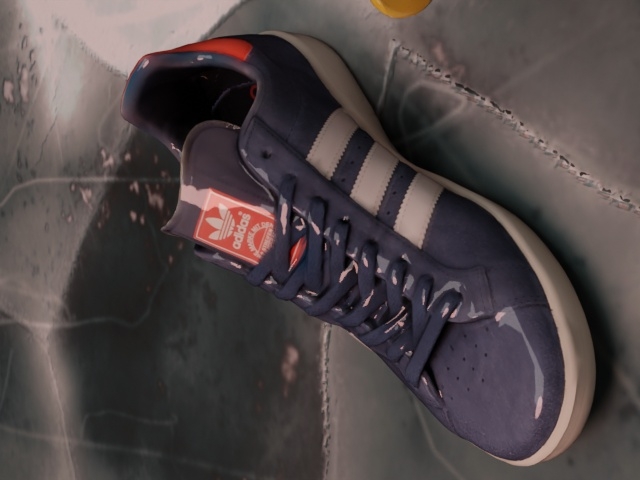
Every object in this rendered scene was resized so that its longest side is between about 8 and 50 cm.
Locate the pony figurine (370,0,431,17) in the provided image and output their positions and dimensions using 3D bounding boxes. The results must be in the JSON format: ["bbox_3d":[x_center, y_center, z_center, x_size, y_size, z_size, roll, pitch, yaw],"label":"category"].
[{"bbox_3d":[-0.057,-0.289,0.649,0.363,0.302,0.351,28,141,61],"label":"pony figurine"}]

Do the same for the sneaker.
[{"bbox_3d":[0.000,0.000,0.696,0.350,0.148,0.131,47,127,37],"label":"sneaker"}]
